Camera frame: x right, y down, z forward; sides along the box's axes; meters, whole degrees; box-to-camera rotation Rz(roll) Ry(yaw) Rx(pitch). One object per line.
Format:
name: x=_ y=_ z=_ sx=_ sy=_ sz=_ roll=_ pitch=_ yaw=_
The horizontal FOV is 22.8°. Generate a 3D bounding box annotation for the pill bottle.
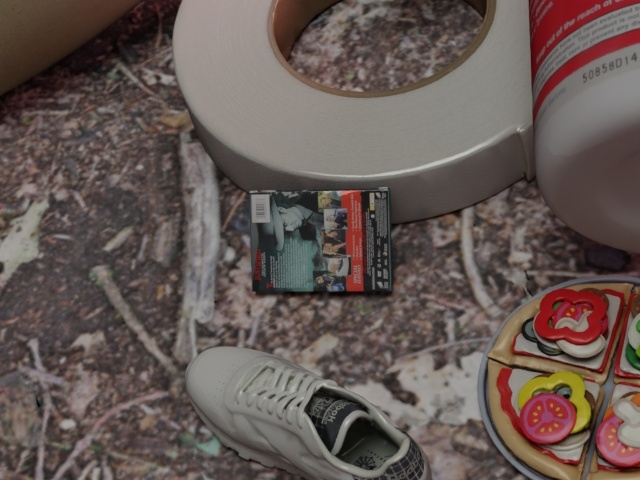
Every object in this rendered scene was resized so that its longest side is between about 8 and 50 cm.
pill bottle: x=0.277 y=-0.213 z=1.258 sx=0.229 sy=0.229 sz=0.407 roll=-4 pitch=60 yaw=10

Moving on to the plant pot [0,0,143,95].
plant pot: x=-0.286 y=-0.270 z=1.499 sx=0.256 sy=0.256 sz=0.274 roll=38 pitch=85 yaw=32

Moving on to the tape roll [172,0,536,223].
tape roll: x=0.060 y=-0.185 z=1.445 sx=0.392 sy=0.072 sz=0.392 roll=-6 pitch=52 yaw=8

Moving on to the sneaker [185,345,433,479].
sneaker: x=-0.012 y=0.132 z=1.212 sx=0.235 sy=0.095 sz=0.090 roll=25 pitch=65 yaw=29

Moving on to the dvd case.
dvd case: x=0.000 y=0.000 z=1.324 sx=0.119 sy=0.013 sz=0.087 roll=-1 pitch=95 yaw=11

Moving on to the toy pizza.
toy pizza: x=0.220 y=0.105 z=1.217 sx=0.201 sy=0.032 sz=0.201 roll=-6 pitch=53 yaw=8
